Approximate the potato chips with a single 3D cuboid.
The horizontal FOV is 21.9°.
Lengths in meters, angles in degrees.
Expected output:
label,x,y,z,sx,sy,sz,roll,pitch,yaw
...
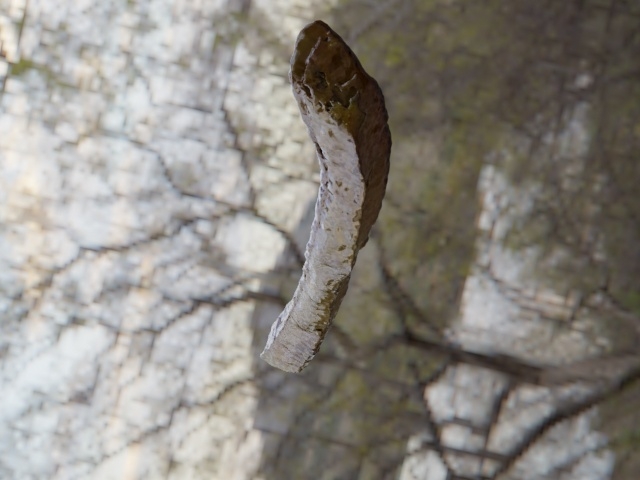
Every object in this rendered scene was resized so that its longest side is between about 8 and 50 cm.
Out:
label,x,y,z,sx,sy,sz,roll,pitch,yaw
potato chips,0.000,0.000,0.542,0.026,0.037,0.204,-52,-13,-24
